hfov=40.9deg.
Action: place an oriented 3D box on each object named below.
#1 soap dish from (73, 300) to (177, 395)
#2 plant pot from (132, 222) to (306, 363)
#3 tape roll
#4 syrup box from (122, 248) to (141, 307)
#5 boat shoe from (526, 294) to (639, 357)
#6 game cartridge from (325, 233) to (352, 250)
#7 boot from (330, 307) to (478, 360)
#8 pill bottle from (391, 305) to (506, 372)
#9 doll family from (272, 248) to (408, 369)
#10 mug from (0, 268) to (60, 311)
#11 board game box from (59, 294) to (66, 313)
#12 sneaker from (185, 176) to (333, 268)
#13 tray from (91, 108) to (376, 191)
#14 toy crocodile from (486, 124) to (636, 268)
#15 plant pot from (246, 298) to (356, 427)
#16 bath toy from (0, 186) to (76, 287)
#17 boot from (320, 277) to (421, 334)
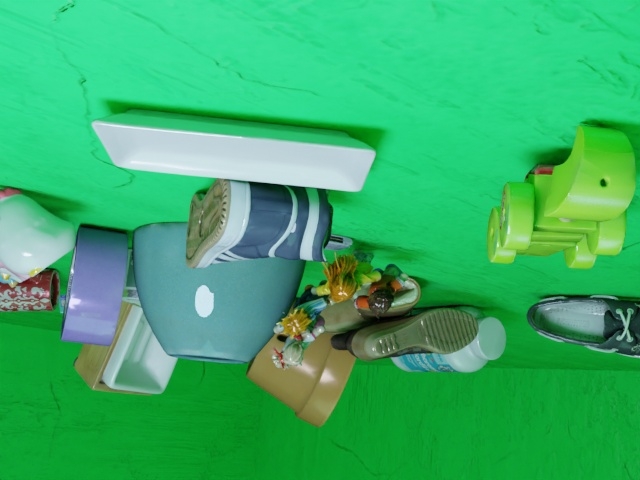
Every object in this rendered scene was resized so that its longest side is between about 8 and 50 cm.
[{"bbox_3d":[-0.420,0.229,1.944,0.118,0.229,0.291,19,173,18],"label":"soap dish"},{"bbox_3d":[-0.175,0.099,1.414,0.290,0.195,0.290,5,169,1],"label":"plant pot"},{"bbox_3d":[-0.369,0.075,1.398,0.080,0.189,0.189,9,167,-17],"label":"tape roll"},{"bbox_3d":[-0.302,0.085,1.646,0.096,0.093,0.237,3,168,11],"label":"syrup box"},{"bbox_3d":[0.536,0.159,1.595,0.302,0.114,0.091,-3,171,32],"label":"boat shoe"},{"bbox_3d":[0.000,0.000,1.309,0.083,0.017,0.056,11,163,-25],"label":"game cartridge"},{"bbox_3d":[0.162,0.181,1.695,0.248,0.090,0.207,-8,180,-20],"label":"boot"},{"bbox_3d":[0.281,0.220,1.908,0.146,0.146,0.264,14,165,-35],"label":"pill bottle"},{"bbox_3d":[0.005,0.093,1.329,0.263,0.118,0.163,-34,-172,18],"label":"doll family"},{"bbox_3d":[-0.663,0.103,1.854,0.169,0.113,0.150,3,170,-4],"label":"mug"},{"bbox_3d":[-0.555,0.163,2.156,0.160,0.047,0.210,-7,169,-6],"label":"board game box"},{"bbox_3d":[-0.079,-0.015,1.078,0.153,0.099,0.282,4,172,-18],"label":"sneaker"},{"bbox_3d":[-0.084,-0.094,0.871,0.270,0.030,0.145,6,169,-3],"label":"tray"},{"bbox_3d":[0.241,-0.031,0.896,0.115,0.105,0.340,3,173,6],"label":"toy crocodile"},{"bbox_3d":[-0.043,0.259,1.988,0.203,0.291,0.291,23,166,-4],"label":"plant pot"},{"bbox_3d":[-0.471,0.002,1.289,0.151,0.129,0.348,-38,-169,-26],"label":"bath toy"},{"bbox_3d":[0.078,0.124,1.703,0.236,0.089,0.269,-9,168,3],"label":"boot"}]
